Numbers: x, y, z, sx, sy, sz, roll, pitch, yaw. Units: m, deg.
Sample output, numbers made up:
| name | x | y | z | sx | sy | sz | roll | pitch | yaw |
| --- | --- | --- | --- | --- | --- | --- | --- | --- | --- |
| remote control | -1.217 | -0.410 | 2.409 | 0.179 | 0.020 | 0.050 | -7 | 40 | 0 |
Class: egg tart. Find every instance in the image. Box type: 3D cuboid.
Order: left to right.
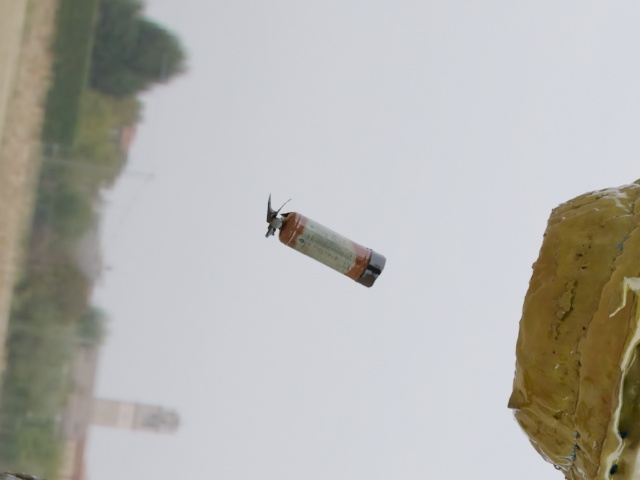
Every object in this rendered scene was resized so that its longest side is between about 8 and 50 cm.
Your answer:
| name | x | y | z | sx | sy | sz | roll | pitch | yaw |
| --- | --- | --- | --- | --- | --- | --- | --- | --- | --- |
| egg tart | 0.279 | 0.086 | 1.451 | 0.388 | 0.169 | 0.388 | 11 | 90 | -80 |

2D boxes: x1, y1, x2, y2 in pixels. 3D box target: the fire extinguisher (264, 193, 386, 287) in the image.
| name | x | y | z | sx | sy | sz | roll | pitch | yaw |
| --- | --- | --- | --- | --- | --- | --- | --- | --- | --- |
| fire extinguisher | 0.000 | 0.000 | 1.980 | 0.062 | 0.177 | 0.050 | -60 | -171 | 14 |

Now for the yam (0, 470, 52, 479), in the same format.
| name | x | y | z | sx | sy | sz | roll | pitch | yaw |
| --- | --- | --- | --- | --- | --- | --- | --- | --- | --- |
| yam | -0.310 | 0.220 | 1.009 | 0.161 | 0.268 | 0.161 | -170 | -90 | -71 |
